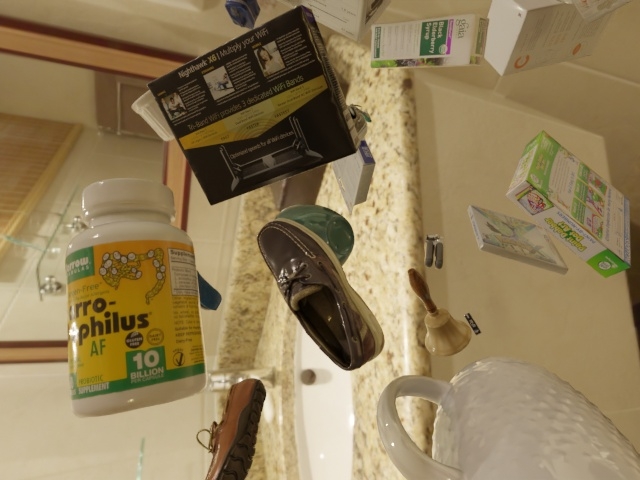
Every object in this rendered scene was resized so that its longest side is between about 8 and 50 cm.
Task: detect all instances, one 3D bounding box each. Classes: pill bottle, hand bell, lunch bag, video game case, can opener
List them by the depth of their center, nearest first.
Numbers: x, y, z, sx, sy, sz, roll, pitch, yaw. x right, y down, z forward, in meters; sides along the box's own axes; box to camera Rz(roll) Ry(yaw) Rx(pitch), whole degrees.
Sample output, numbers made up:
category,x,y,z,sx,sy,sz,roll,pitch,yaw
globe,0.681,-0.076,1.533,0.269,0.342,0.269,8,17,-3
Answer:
category,x,y,z,sx,sy,sz,roll,pitch,yaw
pill bottle,-0.181,0.051,0.392,0.117,0.118,0.208,142,121,-63
hand bell,0.282,0.166,1.016,0.241,0.126,0.126,58,173,-23
lunch bag,-0.203,-0.598,1.037,0.098,0.067,0.065,41,-110,-79
video game case,0.757,-0.013,1.557,0.299,0.330,0.036,-75,1,-55
can opener,0.455,0.045,1.593,0.280,0.074,0.093,-54,-32,-65

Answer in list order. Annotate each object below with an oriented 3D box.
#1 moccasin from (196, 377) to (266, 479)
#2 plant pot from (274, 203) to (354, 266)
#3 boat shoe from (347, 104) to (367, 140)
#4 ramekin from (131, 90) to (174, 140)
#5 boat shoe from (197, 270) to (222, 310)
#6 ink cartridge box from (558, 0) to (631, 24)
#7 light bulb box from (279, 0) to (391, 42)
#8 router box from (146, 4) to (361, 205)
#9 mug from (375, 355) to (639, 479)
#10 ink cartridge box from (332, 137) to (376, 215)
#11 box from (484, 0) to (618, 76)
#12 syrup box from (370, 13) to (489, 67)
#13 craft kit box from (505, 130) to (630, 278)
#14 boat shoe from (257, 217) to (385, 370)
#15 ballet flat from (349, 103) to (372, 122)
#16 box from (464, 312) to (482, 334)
category,x,y,z,sx,sy,sz,roll,pitch,yaw
moccasin,-0.276,0.586,1.200,0.379,0.147,0.139,-83,-24,-52
plant pot,0.000,0.000,1.365,0.196,0.291,0.289,-14,71,45
boat shoe,0.091,-0.391,1.320,0.335,0.121,0.119,-77,-18,-55
ramekin,-0.400,-0.416,1.186,0.135,0.277,0.277,56,175,-25
boat shoe,-0.404,0.126,1.171,0.089,0.258,0.109,-5,37,39
ink cartridge box,0.643,-0.615,0.965,0.179,0.146,0.045,61,178,4
light bulb box,0.008,-0.711,0.873,0.225,0.358,0.361,-57,-8,-13
router box,-0.114,-0.225,0.718,0.081,0.309,0.242,-66,-43,-62
mug,0.258,0.316,0.580,0.328,0.375,0.275,-68,0,-70
ink cartridge box,0.140,-0.336,1.766,0.330,0.072,0.323,97,159,-56
box,0.728,-0.701,1.283,0.214,0.346,0.168,87,165,-56
syrup box,0.236,-0.433,0.881,0.237,0.096,0.093,16,117,36
craft kit box,0.513,-0.086,0.814,0.250,0.247,0.061,-47,0,-42
boat shoe,-0.013,0.079,0.634,0.103,0.092,0.285,-42,76,23
ballet flat,0.164,-0.517,1.601,0.041,0.114,0.041,-56,-7,-10
box,0.468,0.257,1.222,0.018,0.083,0.067,-32,67,13
